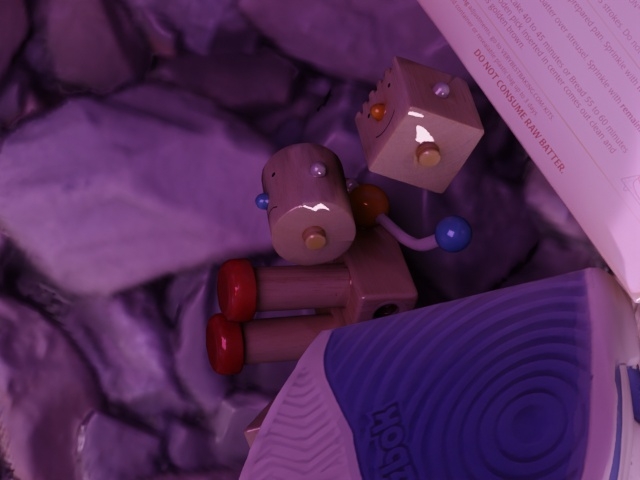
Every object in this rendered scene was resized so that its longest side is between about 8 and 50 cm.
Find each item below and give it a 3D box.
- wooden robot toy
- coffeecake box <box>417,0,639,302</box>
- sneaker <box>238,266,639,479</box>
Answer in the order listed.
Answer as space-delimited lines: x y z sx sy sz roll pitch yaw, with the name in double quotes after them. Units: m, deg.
0.000 0.000 0.656 0.079 0.076 0.173 -102 20 -46 "wooden robot toy"
0.138 -0.090 0.598 0.185 0.068 0.142 -40 71 19 "coffeecake box"
0.060 0.184 0.588 0.127 0.182 0.315 -11 58 22 "sneaker"
